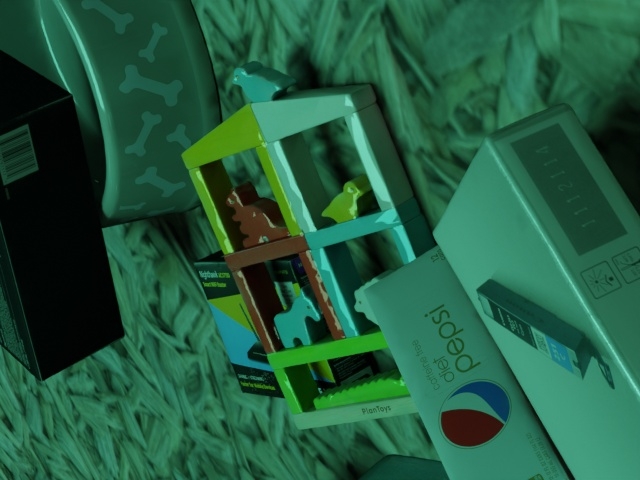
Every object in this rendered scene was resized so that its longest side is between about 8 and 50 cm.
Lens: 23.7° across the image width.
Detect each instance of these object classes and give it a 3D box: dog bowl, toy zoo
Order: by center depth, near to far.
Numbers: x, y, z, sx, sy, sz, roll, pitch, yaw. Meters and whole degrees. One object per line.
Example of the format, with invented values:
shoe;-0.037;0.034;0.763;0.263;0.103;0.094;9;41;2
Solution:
toy zoo;0.000;0.000;1.176;0.192;0.030;0.293;-16;100;44
dog bowl;-0.231;-0.166;1.403;0.349;0.102;0.349;40;145;37

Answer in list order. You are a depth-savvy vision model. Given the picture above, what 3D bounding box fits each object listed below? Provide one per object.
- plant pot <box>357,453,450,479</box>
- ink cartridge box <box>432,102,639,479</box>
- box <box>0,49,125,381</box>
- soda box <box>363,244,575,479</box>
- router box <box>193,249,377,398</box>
plant pot;0.096;0.260;1.084;0.290;0.290;0.195;-4;73;60
ink cartridge box;0.167;0.103;0.928;0.296;0.066;0.261;61;162;17
box;-0.286;-0.032;1.392;0.184;0.103;0.261;29;138;41
soda box;0.104;0.107;1.012;0.074;0.069;0.216;50;-169;-46
router box;-0.033;0.071;1.327;0.179;0.046;0.133;-3;109;59
